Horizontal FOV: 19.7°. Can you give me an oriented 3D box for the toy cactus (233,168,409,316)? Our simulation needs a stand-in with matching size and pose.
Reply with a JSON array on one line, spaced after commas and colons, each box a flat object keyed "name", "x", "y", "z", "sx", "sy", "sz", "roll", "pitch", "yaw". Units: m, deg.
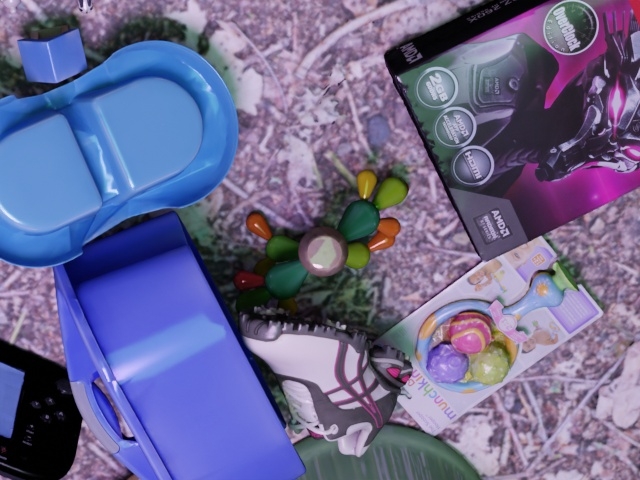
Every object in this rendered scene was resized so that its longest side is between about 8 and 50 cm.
[{"name": "toy cactus", "x": 0.000, "y": 0.000, "z": 1.865, "sx": 0.219, "sy": 0.180, "sz": 0.112, "roll": -28, "pitch": 92, "yaw": -1}]

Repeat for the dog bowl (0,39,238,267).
[{"name": "dog bowl", "x": -0.226, "y": -0.083, "z": 1.795, "sx": 0.297, "sy": 0.074, "sz": 0.166, "roll": -26, "pitch": 98, "yaw": -23}]

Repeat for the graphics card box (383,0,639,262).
[{"name": "graphics card box", "x": 0.277, "y": -0.162, "z": 1.875, "sx": 0.371, "sy": 0.094, "sz": 0.233, "roll": -25, "pitch": 112, "yaw": 4}]

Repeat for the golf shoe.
[{"name": "golf shoe", "x": 0.003, "y": 0.142, "z": 1.870, "sx": 0.273, "sy": 0.105, "sz": 0.120, "roll": 29, "pitch": 77, "yaw": -53}]

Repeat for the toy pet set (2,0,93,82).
[{"name": "toy pet set", "x": -0.278, "y": -0.214, "z": 1.798, "sx": 0.122, "sy": 0.065, "sz": 0.114, "roll": -11, "pitch": 112, "yaw": -2}]

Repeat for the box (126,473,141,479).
[{"name": "box", "x": -0.211, "y": 0.355, "z": 1.993, "sx": 0.201, "sy": 0.021, "sz": 0.164, "roll": -42, "pitch": 124, "yaw": -15}]

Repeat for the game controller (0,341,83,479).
[{"name": "game controller", "x": -0.391, "y": 0.142, "z": 1.869, "sx": 0.319, "sy": 0.166, "sz": 0.067, "roll": 24, "pitch": 116, "yaw": -16}]

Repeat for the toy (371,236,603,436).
[{"name": "toy", "x": 0.176, "y": 0.108, "z": 1.986, "sx": 0.237, "sy": 0.056, "sz": 0.137, "roll": -38, "pitch": 109, "yaw": 8}]

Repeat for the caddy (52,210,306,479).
[{"name": "caddy", "x": -0.158, "y": 0.140, "z": 1.859, "sx": 0.179, "sy": 0.241, "sz": 0.341, "roll": -27, "pitch": 111, "yaw": -1}]

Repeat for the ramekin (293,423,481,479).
[{"name": "ramekin", "x": 0.056, "y": 0.367, "z": 2.018, "sx": 0.303, "sy": 0.148, "sz": 0.303, "roll": -2, "pitch": 112, "yaw": -6}]
